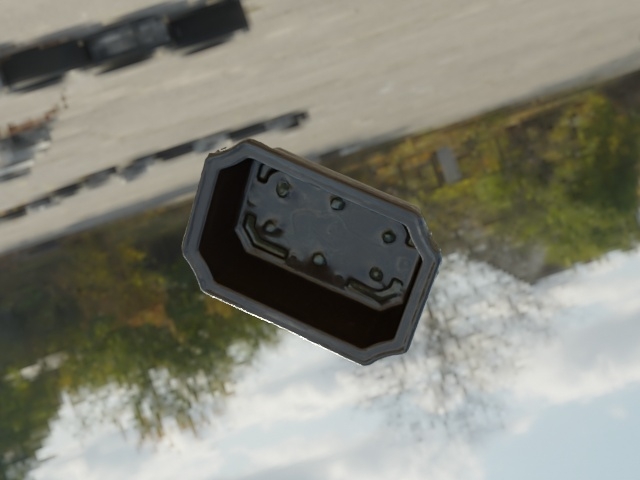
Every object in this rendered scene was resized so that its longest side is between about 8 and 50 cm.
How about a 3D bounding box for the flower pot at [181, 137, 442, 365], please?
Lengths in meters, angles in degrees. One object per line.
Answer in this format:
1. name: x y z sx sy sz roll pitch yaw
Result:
1. flower pot: 0.000 0.000 1.332 0.250 0.179 0.084 24 -151 12
